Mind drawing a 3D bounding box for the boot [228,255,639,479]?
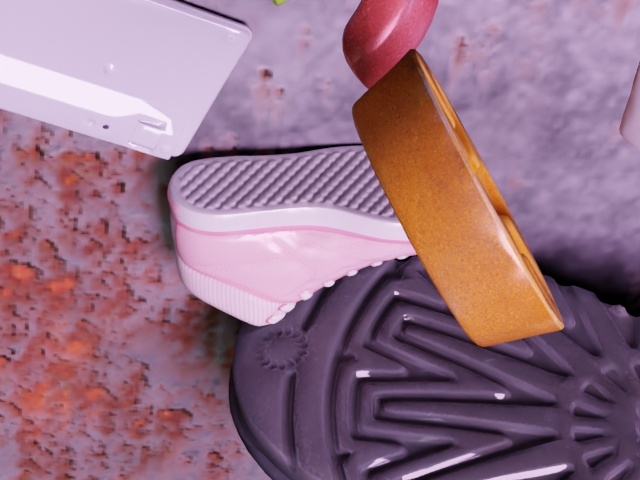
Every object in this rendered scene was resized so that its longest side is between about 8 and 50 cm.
[{"bbox_3d":[0.121,0.213,1.018,0.367,0.146,0.445,13,144,4],"label":"boot"}]

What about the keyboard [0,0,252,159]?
[{"bbox_3d":[-0.154,-0.094,0.764,0.256,0.014,0.072,16,121,-25],"label":"keyboard"}]

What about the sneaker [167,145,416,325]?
[{"bbox_3d":[0.000,0.000,0.854,0.134,0.051,0.070,-1,133,-7],"label":"sneaker"}]

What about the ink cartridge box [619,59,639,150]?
[{"bbox_3d":[0.254,-0.155,0.681,0.371,0.069,0.175,-27,142,-36],"label":"ink cartridge box"}]

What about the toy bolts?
[{"bbox_3d":[0.072,-0.102,0.655,0.158,0.228,0.218,-28,101,8],"label":"toy bolts"}]
